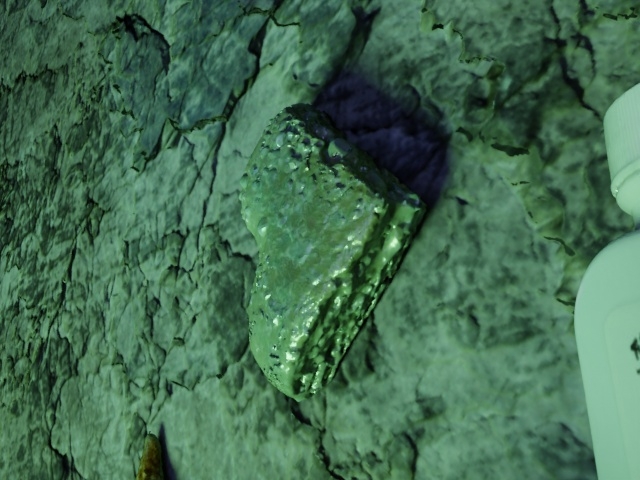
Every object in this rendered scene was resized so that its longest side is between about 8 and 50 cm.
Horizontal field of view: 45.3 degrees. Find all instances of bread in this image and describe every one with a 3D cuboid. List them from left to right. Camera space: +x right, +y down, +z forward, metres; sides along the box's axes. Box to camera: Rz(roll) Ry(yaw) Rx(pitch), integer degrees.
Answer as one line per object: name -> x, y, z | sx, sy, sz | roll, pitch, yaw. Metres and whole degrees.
bread -> 0.000, 0.000, 0.565 | 0.172, 0.064, 0.232 | -13, 73, 43

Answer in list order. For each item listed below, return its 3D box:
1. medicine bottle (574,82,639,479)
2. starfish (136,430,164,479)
medicine bottle -> 0.200, 0.071, 0.327 | 0.161, 0.111, 0.296 | -16, 68, 40
starfish -> -0.118, 0.311, 0.597 | 0.358, 0.078, 0.347 | -46, 50, 26
